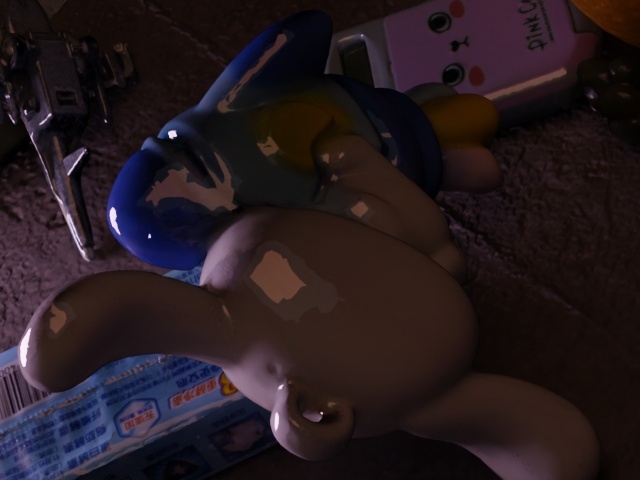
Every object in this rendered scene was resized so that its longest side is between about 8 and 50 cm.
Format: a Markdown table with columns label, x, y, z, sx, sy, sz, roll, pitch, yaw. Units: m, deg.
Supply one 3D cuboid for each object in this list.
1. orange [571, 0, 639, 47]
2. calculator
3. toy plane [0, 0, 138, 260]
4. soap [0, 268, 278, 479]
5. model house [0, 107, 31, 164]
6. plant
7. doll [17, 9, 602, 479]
| label | x | y | z | sx | sy | sz | roll | pitch | yaw |
| --- | --- | --- | --- | --- | --- | --- | --- | --- | --- |
| orange | 0.278 | -0.260 | 1.362 | 0.274 | 0.274 | 0.274 | -12 | 51 | 15 |
| calculator | 0.101 | -0.134 | 1.490 | 0.246 | 0.045 | 0.141 | -17 | 50 | 12 |
| toy plane | -0.219 | -0.108 | 1.563 | 0.088 | 0.192 | 0.262 | -52 | 54 | 41 |
| soap | -0.152 | 0.122 | 1.384 | 0.293 | 0.077 | 0.156 | -25 | 50 | 4 |
| model house | -0.424 | -0.137 | 1.612 | 0.173 | 0.268 | 0.239 | -49 | 47 | 10 |
| plant | 0.260 | -0.092 | 1.374 | 0.087 | 0.085 | 0.174 | -30 | 39 | -33 |
| doll | -0.006 | 0.005 | 1.287 | 0.187 | 0.376 | 0.366 | -38 | 36 | 33 |
